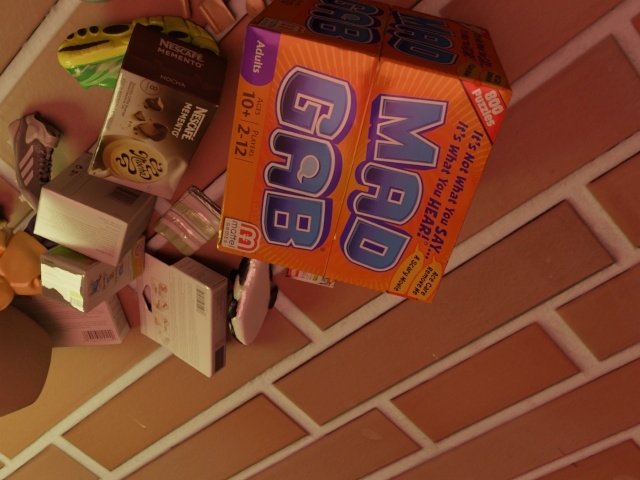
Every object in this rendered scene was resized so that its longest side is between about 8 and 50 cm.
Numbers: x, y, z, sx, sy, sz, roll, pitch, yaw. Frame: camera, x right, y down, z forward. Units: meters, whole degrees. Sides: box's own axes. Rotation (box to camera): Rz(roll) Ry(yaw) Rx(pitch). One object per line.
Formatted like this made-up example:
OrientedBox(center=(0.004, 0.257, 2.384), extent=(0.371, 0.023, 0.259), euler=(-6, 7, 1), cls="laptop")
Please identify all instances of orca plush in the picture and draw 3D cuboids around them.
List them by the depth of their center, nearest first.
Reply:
OrientedBox(center=(-0.179, 0.090, 1.374), extent=(0.102, 0.151, 0.287), euler=(24, 131, 32), cls="orca plush")

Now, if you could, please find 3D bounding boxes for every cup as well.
OrientedBox(center=(-0.759, 0.275, 1.400), extent=(0.236, 0.331, 0.331), euler=(19, 126, -35), cls="cup")

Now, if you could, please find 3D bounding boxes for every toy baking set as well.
OrientedBox(center=(-0.172, -0.494, 1.067), extent=(0.196, 0.030, 0.256), euler=(-5, 120, 8), cls="toy baking set")

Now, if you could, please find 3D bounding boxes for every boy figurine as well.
OrientedBox(center=(-0.623, 0.048, 1.314), extent=(0.177, 0.285, 0.092), euler=(41, 157, -18), cls="boy figurine")

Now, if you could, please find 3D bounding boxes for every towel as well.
OrientedBox(center=(-0.286, -0.036, 1.358), extent=(0.113, 0.023, 0.152), euler=(43, 118, -16), cls="towel")

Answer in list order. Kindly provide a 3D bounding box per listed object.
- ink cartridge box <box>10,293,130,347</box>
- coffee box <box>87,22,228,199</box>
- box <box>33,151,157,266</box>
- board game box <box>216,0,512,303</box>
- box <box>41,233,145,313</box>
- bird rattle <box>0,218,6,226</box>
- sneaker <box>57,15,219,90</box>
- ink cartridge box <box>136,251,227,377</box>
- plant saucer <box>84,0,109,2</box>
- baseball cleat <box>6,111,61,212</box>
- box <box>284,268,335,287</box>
OrientedBox(center=(-0.644, 0.141, 1.494), extent=(0.296, 0.066, 0.261), euler=(-5, 120, 11), cls="ink cartridge box")
OrientedBox(center=(-0.301, -0.221, 1.123), extent=(0.168, 0.119, 0.297), euler=(18, 143, -22), cls="coffee box")
OrientedBox(center=(-0.455, -0.067, 1.273), extent=(0.181, 0.181, 0.119), euler=(23, 121, -5), cls="box")
OrientedBox(center=(0.064, -0.177, 1.023), extent=(0.356, 0.357, 0.356), euler=(14, 122, 0), cls="board game box")
OrientedBox(center=(-0.480, 0.052, 1.319), extent=(0.114, 0.203, 0.103), euler=(18, 116, 14), cls="box")
OrientedBox(center=(-0.853, -0.074, 1.395), extent=(0.253, 0.143, 0.207), euler=(4, 110, 21), cls="bird rattle")
OrientedBox(center=(-0.330, -0.339, 1.154), extent=(0.295, 0.110, 0.124), euler=(-1, 149, 5), cls="sneaker")
OrientedBox(center=(-0.327, 0.159, 1.452), extent=(0.238, 0.060, 0.275), euler=(26, 128, 26), cls="ink cartridge box")
OrientedBox(center=(-0.421, -0.516, 1.084), extent=(0.194, 0.037, 0.195), euler=(4, 122, 6), cls="plant saucer")
OrientedBox(center=(-0.575, -0.162, 1.262), extent=(0.109, 0.072, 0.206), euler=(-21, 87, 15), cls="baseball cleat")
OrientedBox(center=(0.000, 0.000, 1.322), extent=(0.114, 0.036, 0.207), euler=(13, 122, -5), cls="box")
